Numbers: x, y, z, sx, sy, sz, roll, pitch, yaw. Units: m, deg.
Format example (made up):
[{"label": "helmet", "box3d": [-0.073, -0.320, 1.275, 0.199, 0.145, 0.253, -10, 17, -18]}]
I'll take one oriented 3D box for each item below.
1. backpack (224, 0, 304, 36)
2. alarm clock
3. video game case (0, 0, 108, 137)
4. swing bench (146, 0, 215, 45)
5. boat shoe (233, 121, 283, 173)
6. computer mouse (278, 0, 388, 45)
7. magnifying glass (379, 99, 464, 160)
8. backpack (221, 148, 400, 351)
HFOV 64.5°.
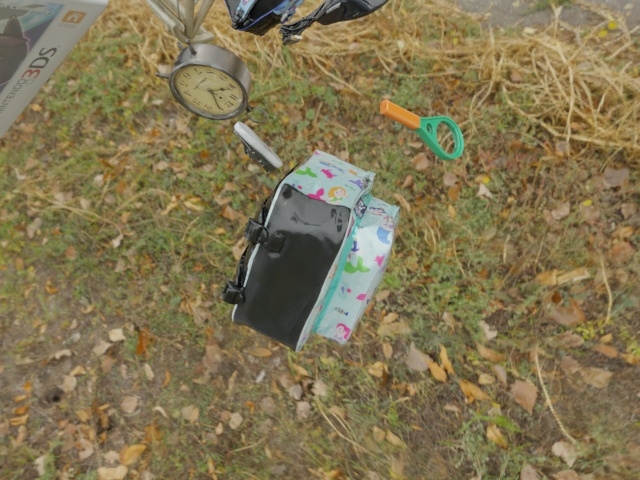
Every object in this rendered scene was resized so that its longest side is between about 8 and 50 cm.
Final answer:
[{"label": "backpack", "box3d": [-0.089, -0.470, 0.902, 0.173, 0.117, 0.158, -21, 89, 28]}, {"label": "alarm clock", "box3d": [-0.166, -0.255, 0.854, 0.129, 0.192, 0.064, -21, 47, 42]}, {"label": "video game case", "box3d": [-0.249, -0.097, 0.277, 0.183, 0.201, 0.023, -25, 89, 36]}, {"label": "swing bench", "box3d": [-0.334, -0.596, 1.090, 0.253, 0.254, 0.165, 45, 45, 6]}, {"label": "boat shoe", "box3d": [-0.129, -0.179, 1.008, 0.040, 0.142, 0.049, -37, 48, 12]}, {"label": "computer mouse", "box3d": [0.013, -0.490, 1.085, 0.184, 0.060, 0.262, -42, 33, -19]}, {"label": "magnifying glass", "box3d": [0.211, -0.229, 1.031, 0.026, 0.231, 0.092, -14, 66, 50]}, {"label": "backpack", "box3d": [0.000, 0.000, 0.693, 0.191, 0.225, 0.253, 20, 27, -4]}]
